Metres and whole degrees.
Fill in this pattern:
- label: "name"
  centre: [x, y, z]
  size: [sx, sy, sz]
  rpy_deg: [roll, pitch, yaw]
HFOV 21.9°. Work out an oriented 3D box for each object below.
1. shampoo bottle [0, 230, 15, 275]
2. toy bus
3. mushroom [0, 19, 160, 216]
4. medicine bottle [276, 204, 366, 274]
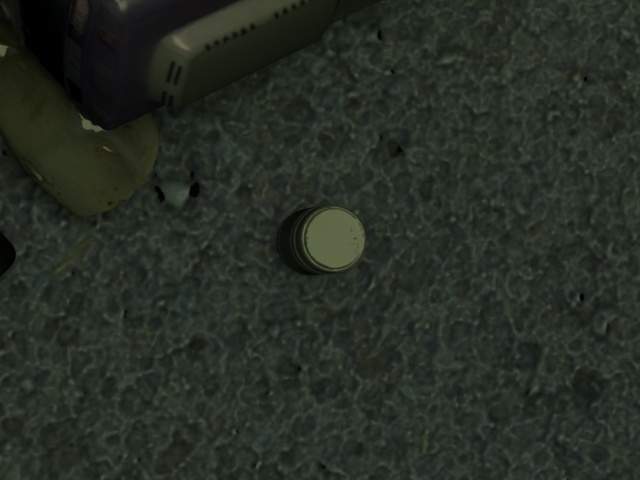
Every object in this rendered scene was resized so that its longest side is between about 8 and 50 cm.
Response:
- label: "shampoo bottle"
  centre: [-0.365, -0.063, 1.301]
  size: [0.101, 0.101, 0.284]
  rpy_deg: [-41, 97, -12]
- label: "toy bus"
  centre: [-0.049, -0.274, 1.284]
  size: [0.440, 0.209, 0.249]
  rpy_deg: [-28, 76, -20]
- label: "mushroom"
  centre: [-0.232, -0.122, 1.341]
  size: [0.225, 0.093, 0.116]
  rpy_deg: [44, 94, -12]
- label: "medicine bottle"
  centre: [0.000, 0.000, 1.395]
  size: [0.058, 0.091, 0.058]
  rpy_deg: [0, 88, -14]
